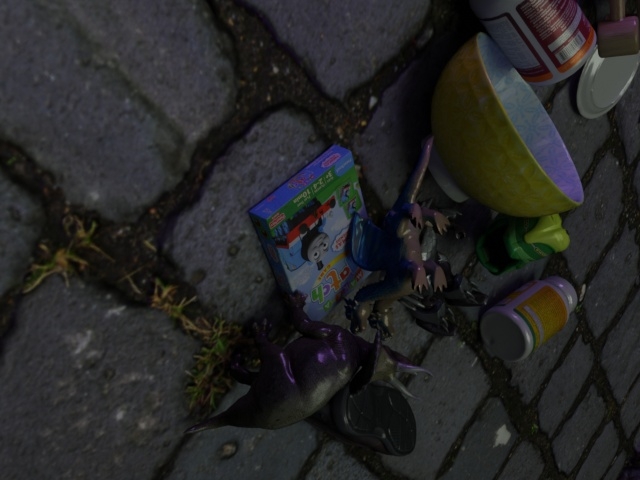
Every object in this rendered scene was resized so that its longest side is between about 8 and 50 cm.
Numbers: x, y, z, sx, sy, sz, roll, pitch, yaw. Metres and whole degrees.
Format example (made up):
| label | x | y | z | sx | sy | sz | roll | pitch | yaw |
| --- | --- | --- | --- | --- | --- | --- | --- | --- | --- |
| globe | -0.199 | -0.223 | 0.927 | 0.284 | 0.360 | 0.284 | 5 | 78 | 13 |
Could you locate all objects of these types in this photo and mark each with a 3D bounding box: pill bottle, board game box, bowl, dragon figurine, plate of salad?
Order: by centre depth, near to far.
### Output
| label | x | y | z | sx | sy | sz | roll | pitch | yaw |
| --- | --- | --- | --- | --- | --- | --- | --- | --- | --- |
| board game box | 0.000 | 0.000 | 0.996 | 0.160 | 0.039 | 0.211 | -41 | 136 | -26 |
| dragon figurine | 0.096 | 0.001 | 1.003 | 0.085 | 0.144 | 0.288 | -2 | 91 | -46 |
| pill bottle | 0.289 | -0.335 | 1.035 | 0.221 | 0.121 | 0.121 | 42 | 77 | -30 |
| bowl | 0.243 | -0.142 | 1.068 | 0.156 | 0.289 | 0.290 | -30 | 150 | 28 |
| plate of salad | 0.558 | -0.334 | 1.415 | 0.200 | 0.048 | 0.199 | -24 | 133 | -28 |
| pill bottle | 0.428 | 0.151 | 1.472 | 0.208 | 0.118 | 0.117 | -27 | 127 | -37 |

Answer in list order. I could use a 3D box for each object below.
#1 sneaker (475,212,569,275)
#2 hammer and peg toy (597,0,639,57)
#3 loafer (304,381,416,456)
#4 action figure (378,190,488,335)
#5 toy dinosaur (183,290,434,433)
| label | x | y | z | sx | sy | sz | roll | pitch | yaw |
| --- | --- | --- | --- | --- | --- | --- | --- | --- | --- |
| sneaker | 0.311 | -0.003 | 1.220 | 0.124 | 0.109 | 0.295 | -19 | 173 | -3 |
| hammer and peg toy | 0.535 | -0.458 | 1.175 | 0.361 | 0.128 | 0.265 | -59 | 145 | -43 |
| loafer | 0.069 | 0.292 | 1.202 | 0.302 | 0.095 | 0.109 | 39 | 50 | -54 |
| action figure | 0.177 | 0.044 | 1.159 | 0.185 | 0.099 | 0.285 | -55 | 141 | -17 |
| toy dinosaur | -0.031 | 0.169 | 0.930 | 0.314 | 0.160 | 0.120 | -22 | 129 | -16 |
